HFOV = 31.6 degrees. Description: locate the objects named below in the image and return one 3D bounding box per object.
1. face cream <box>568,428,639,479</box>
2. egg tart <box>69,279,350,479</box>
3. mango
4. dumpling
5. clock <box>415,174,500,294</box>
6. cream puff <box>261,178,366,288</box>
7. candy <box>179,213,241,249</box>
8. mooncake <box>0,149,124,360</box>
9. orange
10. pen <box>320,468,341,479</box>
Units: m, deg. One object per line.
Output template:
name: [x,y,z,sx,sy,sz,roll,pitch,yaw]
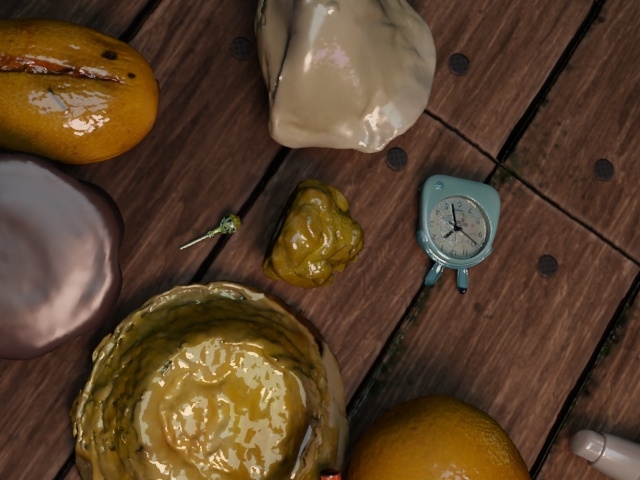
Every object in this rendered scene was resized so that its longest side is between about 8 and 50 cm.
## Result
face cream: [0.436,0.304,1.446,0.252,0.101,0.101,25,74,-8]
egg tart: [-0.118,0.208,1.314,0.345,0.132,0.345,3,77,-12]
mango: [-0.338,-0.179,1.339,0.295,0.120,0.177,4,77,-13]
dumpling: [0.038,-0.266,1.415,0.243,0.187,0.318,12,73,-8]
clock: [0.173,-0.008,1.472,0.108,0.045,0.147,12,77,-11]
cream puff: [0.000,0.000,1.380,0.116,0.146,0.146,25,74,-10]
candy: [-0.137,-0.008,1.407,0.083,0.023,0.025,-26,44,-12]
mooncake: [-0.340,0.015,1.271,0.245,0.133,0.245,0,94,-4]
orange: [0.138,0.297,1.311,0.236,0.236,0.236,3,78,-13]
pen: [0.025,0.380,1.322,0.028,0.028,0.239,-11,103,-16]
